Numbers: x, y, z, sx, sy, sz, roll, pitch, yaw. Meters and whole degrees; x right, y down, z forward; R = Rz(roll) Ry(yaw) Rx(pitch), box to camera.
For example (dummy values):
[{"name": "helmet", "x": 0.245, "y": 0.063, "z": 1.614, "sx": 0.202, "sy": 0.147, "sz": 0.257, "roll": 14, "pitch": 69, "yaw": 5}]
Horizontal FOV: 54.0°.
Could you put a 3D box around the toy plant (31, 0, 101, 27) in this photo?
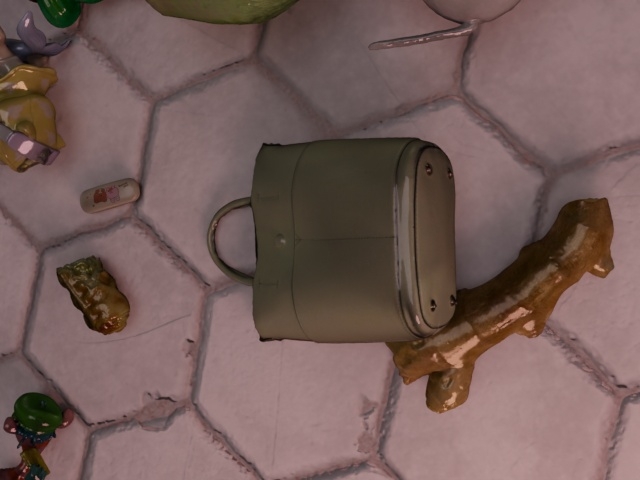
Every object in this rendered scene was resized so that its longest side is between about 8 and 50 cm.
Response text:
[{"name": "toy plant", "x": -0.327, "y": -0.345, "z": 0.788, "sx": 0.200, "sy": 0.105, "sz": 0.143, "roll": 31, "pitch": 108, "yaw": -2}]

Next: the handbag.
[{"name": "handbag", "x": 0.000, "y": 0.000, "z": 0.722, "sx": 0.315, "sy": 0.109, "sz": 0.241, "roll": -2, "pitch": 87, "yaw": 39}]

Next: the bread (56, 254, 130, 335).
[{"name": "bread", "x": -0.286, "y": 0.070, "z": 0.802, "sx": 0.066, "sy": 0.060, "sz": 0.110, "roll": -39, "pitch": 81, "yaw": 26}]

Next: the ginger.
[{"name": "ginger", "x": 0.201, "y": 0.060, "z": 0.689, "sx": 0.299, "sy": 0.065, "sz": 0.118, "roll": -44, "pitch": 86, "yaw": 10}]

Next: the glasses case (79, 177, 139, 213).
[{"name": "glasses case", "x": -0.274, "y": -0.058, "z": 0.816, "sx": 0.083, "sy": 0.021, "sz": 0.032, "roll": -14, "pitch": 86, "yaw": 12}]

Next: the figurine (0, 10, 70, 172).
[{"name": "figurine", "x": -0.393, "y": -0.181, "z": 0.792, "sx": 0.183, "sy": 0.128, "sz": 0.208, "roll": 38, "pitch": 94, "yaw": 8}]

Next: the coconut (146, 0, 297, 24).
[{"name": "coconut", "x": -0.121, "y": -0.388, "z": 0.645, "sx": 0.328, "sy": 0.281, "sz": 0.328, "roll": 24, "pitch": 139, "yaw": 22}]

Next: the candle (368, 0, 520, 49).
[{"name": "candle", "x": 0.157, "y": -0.365, "z": 0.620, "sx": 0.221, "sy": 0.221, "sz": 0.343, "roll": 1, "pitch": 94, "yaw": 13}]

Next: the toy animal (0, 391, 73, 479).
[{"name": "toy animal", "x": -0.399, "y": 0.305, "z": 0.809, "sx": 0.208, "sy": 0.100, "sz": 0.103, "roll": -55, "pitch": 41, "yaw": -4}]
